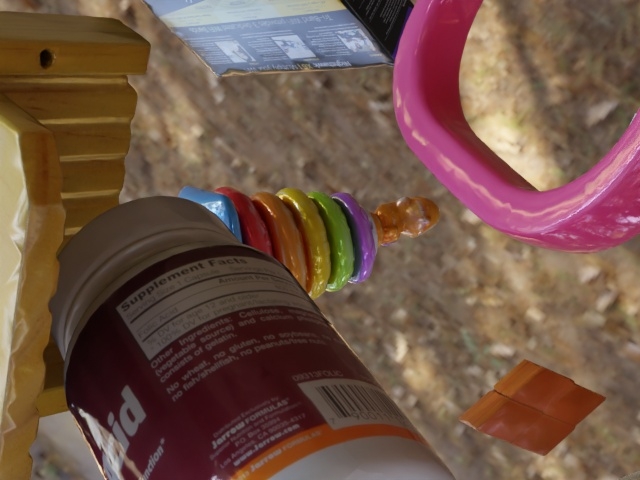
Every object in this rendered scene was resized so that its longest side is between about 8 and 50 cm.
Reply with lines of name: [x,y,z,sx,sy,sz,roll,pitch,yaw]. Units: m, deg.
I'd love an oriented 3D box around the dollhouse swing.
dollhouse swing: [-0.208,0.013,1.071,0.305,0.315,0.347,24,111,38]

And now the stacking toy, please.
stacking toy: [0.000,0.000,1.460,0.175,0.301,0.166,-164,63,-66]

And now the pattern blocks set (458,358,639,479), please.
pattern blocks set: [0.114,0.198,0.663,0.026,0.324,0.286,-155,68,-62]

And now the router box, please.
router box: [-0.073,-0.299,1.510,0.308,0.081,0.243,3,150,41]

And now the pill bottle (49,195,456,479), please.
pill bottle: [-0.075,0.140,1.051,0.392,0.224,0.224,48,167,46]

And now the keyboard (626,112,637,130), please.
keyboard: [0.449,-0.052,1.566,0.256,0.014,0.072,52,141,36]

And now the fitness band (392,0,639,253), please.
fitness band: [0.133,-0.114,0.754,0.054,0.209,0.291,20,-162,-28]
